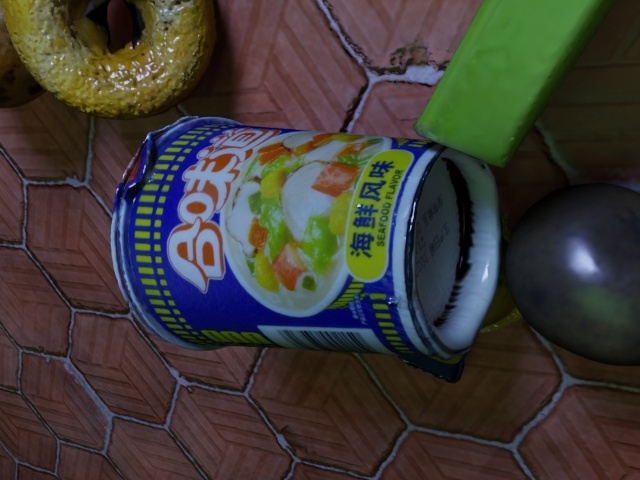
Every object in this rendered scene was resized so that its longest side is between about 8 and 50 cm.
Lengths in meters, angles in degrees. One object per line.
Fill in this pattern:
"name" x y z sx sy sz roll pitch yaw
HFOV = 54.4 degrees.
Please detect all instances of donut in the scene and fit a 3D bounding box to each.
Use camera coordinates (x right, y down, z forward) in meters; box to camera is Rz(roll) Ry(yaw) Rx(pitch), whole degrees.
"donut" -0.237 -0.256 0.709 0.254 0.118 0.253 -3 110 -9

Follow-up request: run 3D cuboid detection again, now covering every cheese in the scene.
"cheese" 0.153 0.066 0.744 0.177 0.069 0.270 21 127 18

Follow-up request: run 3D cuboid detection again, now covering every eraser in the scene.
"eraser" 0.189 -0.202 0.488 0.092 0.210 0.274 34 126 8

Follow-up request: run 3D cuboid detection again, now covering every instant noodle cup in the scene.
"instant noodle cup" 0.000 0.000 0.632 0.312 0.284 0.284 4 118 37

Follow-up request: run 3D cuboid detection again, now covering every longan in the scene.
"longan" 0.269 0.034 0.594 0.187 0.167 0.167 46 139 45

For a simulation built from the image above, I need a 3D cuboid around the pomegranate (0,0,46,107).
"pomegranate" -0.431 -0.280 0.785 0.215 0.215 0.215 13 122 22
